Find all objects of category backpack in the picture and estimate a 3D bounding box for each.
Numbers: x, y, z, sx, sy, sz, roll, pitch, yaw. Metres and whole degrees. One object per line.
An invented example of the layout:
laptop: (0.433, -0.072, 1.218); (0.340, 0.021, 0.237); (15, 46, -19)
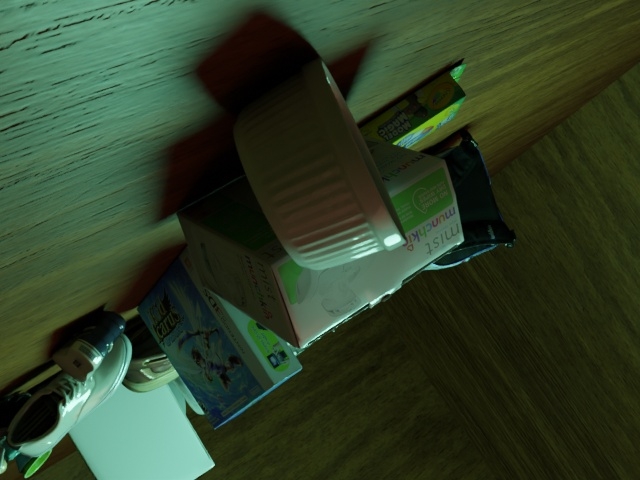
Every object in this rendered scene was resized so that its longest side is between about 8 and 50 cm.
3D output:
backpack: (0.241, -0.060, 2.062); (0.263, 0.276, 0.213); (-24, -178, -40)

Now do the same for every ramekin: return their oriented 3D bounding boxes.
ramekin: (-0.004, -0.069, 0.978); (0.109, 0.207, 0.207); (-24, 174, 7)

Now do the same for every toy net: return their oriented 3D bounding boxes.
toy net: (-0.522, 0.372, 1.664); (0.122, 0.045, 0.232); (-50, 173, 9)

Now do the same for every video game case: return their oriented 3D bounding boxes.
video game case: (-0.168, 0.150, 1.519); (0.061, 0.244, 0.269); (-28, 171, -35)

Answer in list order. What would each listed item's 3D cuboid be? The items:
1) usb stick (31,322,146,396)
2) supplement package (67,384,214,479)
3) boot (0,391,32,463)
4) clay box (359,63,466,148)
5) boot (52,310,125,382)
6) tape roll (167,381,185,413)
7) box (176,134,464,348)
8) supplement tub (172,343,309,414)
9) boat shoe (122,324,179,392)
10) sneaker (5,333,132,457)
usb stick: (-0.404, 0.226, 1.788); (0.278, 0.045, 0.077); (-31, 166, -20)
supplement package: (-0.368, 0.369, 1.871); (0.204, 0.261, 0.145); (-31, -166, -18)
boot: (-0.572, 0.349, 1.700); (0.229, 0.091, 0.263); (-45, 178, 17)
clay box: (0.132, -0.176, 1.462); (0.222, 0.053, 0.127); (-33, 174, -5)
boot: (-0.356, 0.165, 1.509); (0.086, 0.069, 0.190); (-51, -167, -28)
tape roll: (-0.394, 0.358, 2.018); (0.219, 0.219, 0.072); (-31, 172, -22)
box: (-0.001, -0.012, 1.193); (0.262, 0.126, 0.231); (-31, -149, -23)
supplement tub: (-0.155, 0.179, 1.946); (0.338, 0.207, 0.207); (-34, 173, -7)
boat shoe: (-0.218, 0.144, 1.750); (0.342, 0.123, 0.123); (-28, 152, -23)
sneaker: (-0.412, 0.256, 1.602); (0.258, 0.094, 0.091); (-51, 170, -7)
